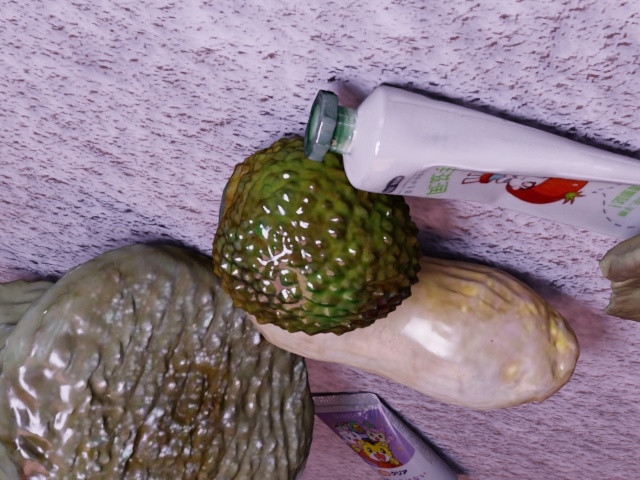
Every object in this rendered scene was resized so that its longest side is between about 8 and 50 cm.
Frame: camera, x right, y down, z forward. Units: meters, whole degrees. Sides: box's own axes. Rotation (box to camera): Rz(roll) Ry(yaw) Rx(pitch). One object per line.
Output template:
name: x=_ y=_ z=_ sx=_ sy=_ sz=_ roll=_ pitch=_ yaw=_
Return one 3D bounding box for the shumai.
shumai: x=-0.229 y=0.166 z=1.319 sx=0.323 sy=0.324 sz=0.397 roll=11 pitch=154 yaw=46

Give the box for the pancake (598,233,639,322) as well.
pancake: x=0.321 y=0.029 z=0.960 sx=0.223 sy=0.042 sz=0.236 roll=-12 pitch=153 yaw=32

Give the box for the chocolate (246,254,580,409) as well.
chocolate: x=0.076 y=0.066 z=1.103 sx=0.309 sy=0.134 sz=0.134 roll=17 pitch=155 yaw=1

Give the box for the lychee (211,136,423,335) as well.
lychee: x=0.000 y=0.000 z=0.966 sx=0.171 sy=0.171 sz=0.171 roll=12 pitch=155 yaw=6

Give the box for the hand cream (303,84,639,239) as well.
hand cream: x=0.154 y=-0.047 z=0.910 sx=0.336 sy=0.076 sz=0.121 roll=13 pitch=158 yaw=-12

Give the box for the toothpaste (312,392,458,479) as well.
toothpaste: x=0.102 y=0.281 z=1.615 sx=0.114 sy=0.073 sz=0.299 roll=-8 pitch=139 yaw=39
